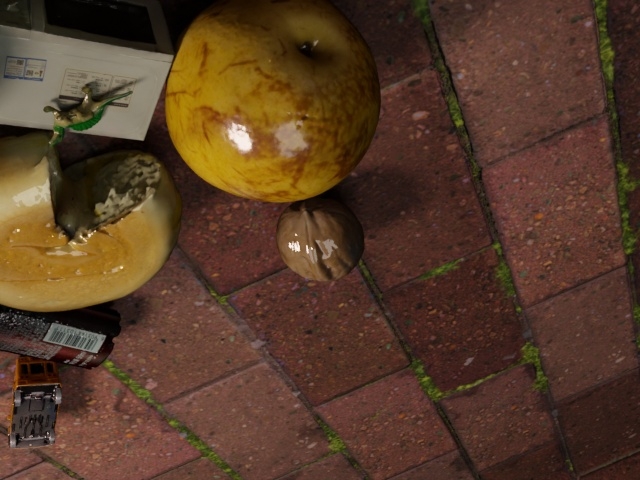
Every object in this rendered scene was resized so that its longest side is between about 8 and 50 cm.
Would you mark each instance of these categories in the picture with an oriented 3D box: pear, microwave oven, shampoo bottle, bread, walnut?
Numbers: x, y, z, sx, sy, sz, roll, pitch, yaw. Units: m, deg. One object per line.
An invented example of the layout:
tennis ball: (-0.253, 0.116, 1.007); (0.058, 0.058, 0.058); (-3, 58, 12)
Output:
pear: (-0.062, -0.179, 1.176); (0.280, 0.281, 0.281); (-12, 141, -10)
microwave oven: (-0.303, -0.221, 1.137); (0.208, 0.122, 0.162); (5, 136, -28)
shampoo bottle: (-0.486, 0.126, 1.504); (0.323, 0.084, 0.129); (19, 124, -38)
bread: (-0.364, -0.030, 1.307); (0.333, 0.160, 0.333); (-11, 140, -9)
walnut: (0.000, -0.001, 1.528); (0.140, 0.140, 0.162); (-23, 133, 3)

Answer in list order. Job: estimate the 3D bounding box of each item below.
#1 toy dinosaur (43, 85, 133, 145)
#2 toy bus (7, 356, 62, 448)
toy dinosaur: (-0.276, -0.152, 1.117); (0.119, 0.029, 0.060); (-26, 157, -1)
toy bus: (-0.513, 0.293, 1.687); (0.083, 0.088, 0.194); (0, 135, -24)
